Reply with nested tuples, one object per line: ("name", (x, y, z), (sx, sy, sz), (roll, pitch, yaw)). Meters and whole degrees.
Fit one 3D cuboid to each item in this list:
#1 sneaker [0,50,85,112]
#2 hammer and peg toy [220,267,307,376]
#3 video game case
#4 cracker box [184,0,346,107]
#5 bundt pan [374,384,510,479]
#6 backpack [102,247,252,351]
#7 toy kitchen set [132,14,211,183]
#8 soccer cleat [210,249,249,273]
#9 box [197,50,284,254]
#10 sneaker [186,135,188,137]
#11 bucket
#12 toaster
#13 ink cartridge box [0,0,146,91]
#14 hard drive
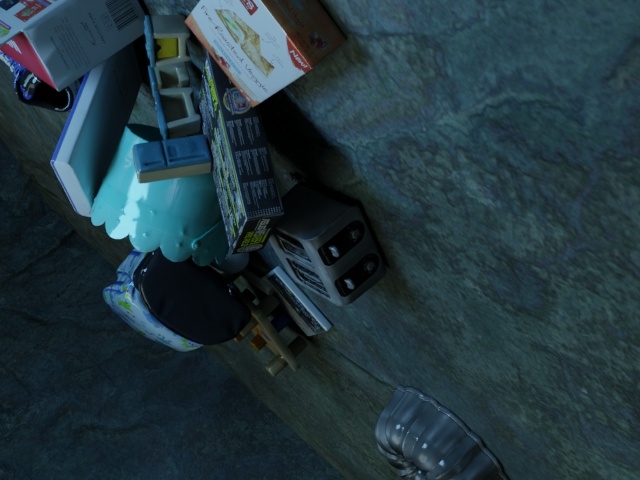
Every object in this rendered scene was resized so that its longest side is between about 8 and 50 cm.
("sneaker", (-0.669, -0.413, 1.802), (0.315, 0.127, 0.182), (45, -169, -13))
("hammer and peg toy", (-0.191, 0.175, 1.974), (0.266, 0.127, 0.361), (34, 160, 45))
("video game case", (-0.062, 0.149, 1.865), (0.190, 0.022, 0.173), (49, 161, -2))
("cracker box", (-0.080, -0.274, 1.012), (0.156, 0.067, 0.232), (51, 160, -12))
("bundt pan", (0.246, 0.478, 1.703), (0.331, 0.124, 0.331), (40, 159, 19))
("backpack", (-0.364, 0.123, 1.836), (0.290, 0.273, 0.355), (42, 178, -27))
("toy kitchen set", (-0.255, -0.227, 1.246), (0.166, 0.122, 0.207), (108, 147, -63))
("soccer cleat", (-0.280, -0.053, 1.764), (0.331, 0.116, 0.143), (53, 174, -12))
("box", (-0.131, -0.132, 1.218), (0.216, 0.060, 0.270), (130, 127, -70))
("sneaker", (-0.263, -0.129, 1.656), (0.228, 0.086, 0.132), (43, 163, 9))
("bucket", (-0.270, -0.090, 1.438), (0.281, 0.183, 0.281), (21, -168, -5))
("toaster", (0.000, 0.000, 1.311), (0.185, 0.110, 0.168), (27, 151, 45))
("ink cartridge box", (-0.504, -0.394, 1.356), (0.309, 0.272, 0.130), (34, 156, 37))
("hard drive", (-0.412, -0.230, 1.457), (0.040, 0.319, 0.210), (12, 156, 1))
